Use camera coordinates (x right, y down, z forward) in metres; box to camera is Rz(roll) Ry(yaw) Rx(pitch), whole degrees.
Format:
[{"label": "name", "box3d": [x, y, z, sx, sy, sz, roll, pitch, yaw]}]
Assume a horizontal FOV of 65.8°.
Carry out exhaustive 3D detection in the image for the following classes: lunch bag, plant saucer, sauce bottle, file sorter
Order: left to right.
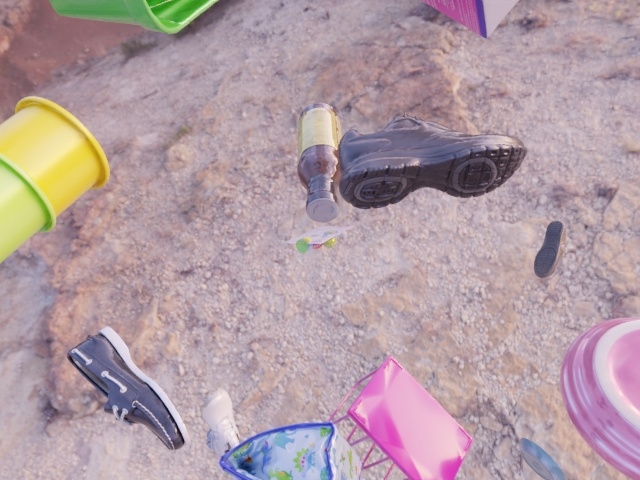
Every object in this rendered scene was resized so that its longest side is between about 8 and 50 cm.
[{"label": "lunch bag", "box3d": [-0.035, 0.299, 0.627, 0.151, 0.129, 0.096, -10, 44, 17]}, {"label": "sauce bottle", "box3d": [-0.001, -0.183, 1.127, 0.111, 0.111, 0.345, -13, 43, 12]}, {"label": "file sorter", "box3d": [0.186, 0.487, 1.246, 0.291, 0.182, 0.202, 45, 48, 5]}, {"label": "plant saucer", "box3d": [0.490, 0.498, 1.109, 0.021, 0.119, 0.119, -36, 45, -15]}, {"label": "plant saucer", "box3d": [0.602, 0.262, 0.859, 0.331, 0.084, 0.332, -5, 46, 5]}]

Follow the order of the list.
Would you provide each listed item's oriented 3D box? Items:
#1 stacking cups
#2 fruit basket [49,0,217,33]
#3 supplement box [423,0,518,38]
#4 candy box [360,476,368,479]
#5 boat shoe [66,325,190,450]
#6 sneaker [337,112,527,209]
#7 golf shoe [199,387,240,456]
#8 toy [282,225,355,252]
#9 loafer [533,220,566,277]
[{"label": "stacking cups", "box3d": [-0.289, 0.025, 0.344, 0.095, 0.096, 0.316, 8, 49, 29]}, {"label": "fruit basket", "box3d": [-0.147, -0.428, 0.476, 0.391, 0.392, 0.283, 0, 42, 24]}, {"label": "supplement box", "box3d": [0.186, -0.411, 0.708, 0.111, 0.114, 0.220, -48, 67, 7]}, {"label": "candy box", "box3d": [0.013, 0.616, 1.167, 0.233, 0.159, 0.071, 12, 21, 21]}, {"label": "boat shoe", "box3d": [-0.355, 0.285, 0.910, 0.302, 0.115, 0.091, 33, 47, 30]}, {"label": "sneaker", "box3d": [0.160, -0.133, 0.726, 0.285, 0.109, 0.130, -5, 55, -9]}, {"label": "golf shoe", "box3d": [-0.185, 0.365, 0.974, 0.086, 0.176, 0.069, 30, 46, 35]}, {"label": "toy", "box3d": [0.000, 0.000, 1.542, 0.136, 0.056, 0.237, 1, 11, 29]}, {"label": "loafer", "box3d": [0.563, 0.026, 1.195, 0.056, 0.050, 0.148, 15, 79, 55]}]
